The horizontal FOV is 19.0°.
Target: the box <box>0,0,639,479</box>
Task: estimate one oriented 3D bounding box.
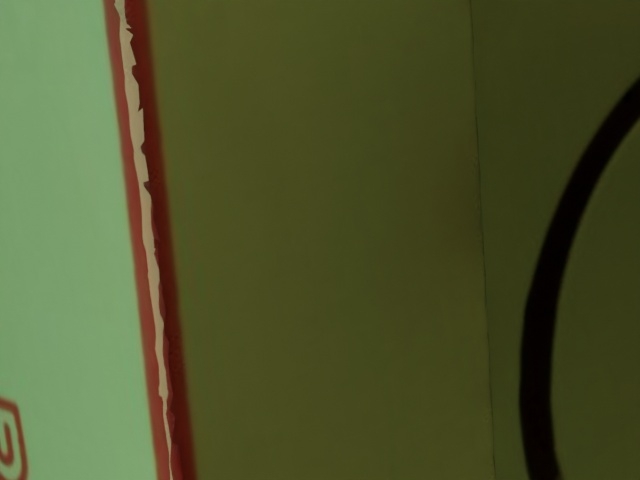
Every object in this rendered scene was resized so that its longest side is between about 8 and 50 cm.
[{"bbox_3d":[0.000,0.000,0.564,0.312,0.300,0.314,16,116,51],"label":"box"}]
